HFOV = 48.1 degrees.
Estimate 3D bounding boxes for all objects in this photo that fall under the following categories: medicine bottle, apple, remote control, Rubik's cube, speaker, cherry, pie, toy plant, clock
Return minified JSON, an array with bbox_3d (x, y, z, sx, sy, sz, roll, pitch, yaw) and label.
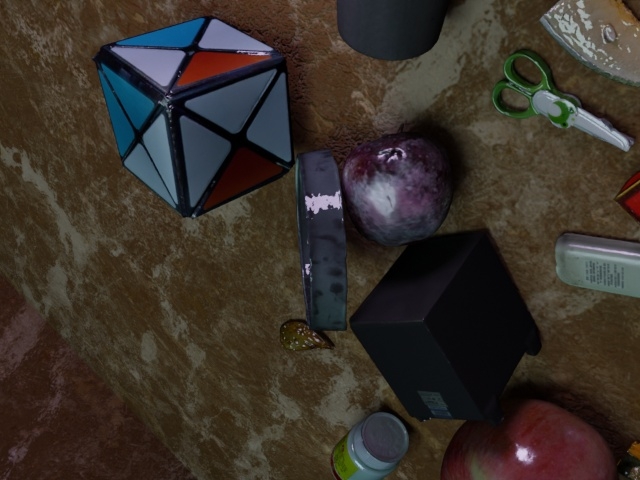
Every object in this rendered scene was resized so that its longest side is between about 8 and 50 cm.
[{"bbox_3d":[0.117,0.513,1.737,0.139,0.139,0.225,40,143,9],"label":"medicine bottle"},{"bbox_3d":[0.391,0.448,1.327,0.345,0.269,0.344,46,149,39],"label":"apple"},{"bbox_3d":[0.488,0.050,1.035,0.309,0.038,0.090,10,127,38],"label":"remote control"},{"bbox_3d":[-0.215,-0.223,1.267,0.246,0.250,0.248,36,141,37],"label":"Rubik's cube"},{"bbox_3d":[0.221,0.155,1.236,0.184,0.232,0.254,-9,121,48],"label":"speaker"},{"bbox_3d":[0.128,-0.083,1.154,0.195,0.195,0.195,26,138,26],"label":"cherry"},{"bbox_3d":[-0.055,0.235,1.743,0.191,0.033,0.088,-10,112,49],"label":"pie"},{"bbox_3d":[0.105,-0.429,0.861,0.400,0.185,0.279,96,165,-50],"label":"toy plant"},{"bbox_3d":[0.000,0.000,1.265,0.067,0.325,0.325,-4,132,-4],"label":"clock"}]

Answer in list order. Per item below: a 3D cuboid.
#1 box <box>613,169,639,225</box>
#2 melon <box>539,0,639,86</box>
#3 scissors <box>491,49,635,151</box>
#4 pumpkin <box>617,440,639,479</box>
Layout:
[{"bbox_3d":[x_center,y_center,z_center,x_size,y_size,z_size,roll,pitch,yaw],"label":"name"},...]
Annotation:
[{"bbox_3d":[0.506,-0.073,0.876,0.153,0.074,0.240,48,142,7],"label":"box"},{"bbox_3d":[0.366,-0.244,0.893,0.182,0.054,0.098,48,128,-2],"label":"melon"},{"bbox_3d":[0.334,-0.179,0.987,0.204,0.027,0.101,36,143,17],"label":"scissors"},{"bbox_3d":[0.569,0.406,1.270,0.074,0.054,0.083,30,147,26],"label":"pumpkin"}]
